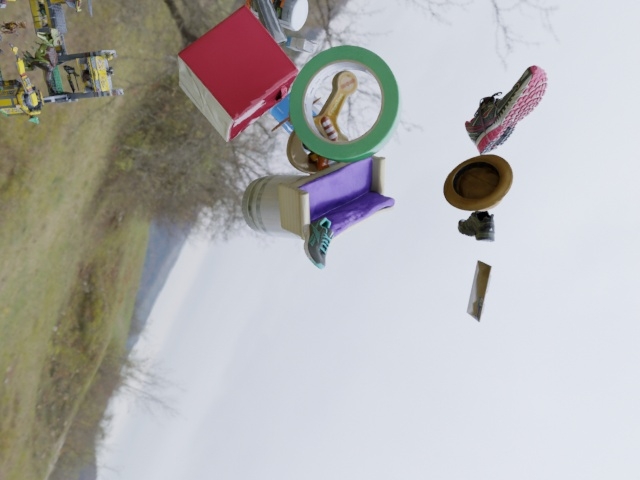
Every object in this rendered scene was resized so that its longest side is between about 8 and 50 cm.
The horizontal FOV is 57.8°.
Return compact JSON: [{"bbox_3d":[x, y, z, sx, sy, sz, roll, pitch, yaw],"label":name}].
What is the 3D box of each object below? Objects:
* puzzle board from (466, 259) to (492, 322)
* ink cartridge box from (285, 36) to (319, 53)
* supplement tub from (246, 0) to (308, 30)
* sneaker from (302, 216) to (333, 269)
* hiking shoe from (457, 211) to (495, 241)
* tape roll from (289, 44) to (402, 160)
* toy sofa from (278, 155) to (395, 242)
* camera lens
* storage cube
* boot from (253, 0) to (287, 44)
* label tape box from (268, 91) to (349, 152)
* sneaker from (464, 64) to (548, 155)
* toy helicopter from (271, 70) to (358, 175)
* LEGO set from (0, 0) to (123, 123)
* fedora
[{"bbox_3d":[0.361,0.113,1.310,0.096,0.011,0.128,-110,-151,-83],"label":"puzzle board"},{"bbox_3d":[-0.050,-0.548,1.627,0.048,0.083,0.028,0,107,-55],"label":"ink cartridge box"},{"bbox_3d":[-0.148,-0.791,1.960,0.117,0.190,0.117,-56,159,-33],"label":"supplement tub"},{"bbox_3d":[0.000,0.000,1.463,0.076,0.065,0.167,-33,-140,20],"label":"sneaker"},{"bbox_3d":[0.564,-0.065,2.063,0.227,0.086,0.114,-139,-123,-72],"label":"hiking shoe"},{"bbox_3d":[0.071,-0.387,1.658,0.322,0.321,0.077,-61,166,7],"label":"tape roll"},{"bbox_3d":[0.061,-0.134,1.711,0.362,0.177,0.150,-28,129,-38],"label":"toy sofa"},{"bbox_3d":[-0.108,-0.116,1.995,0.274,0.219,0.220,6,-116,39],"label":"camera lens"},{"bbox_3d":[-0.196,-0.376,1.329,0.193,0.215,0.183,-42,-175,-14],"label":"storage cube"},{"bbox_3d":[-0.157,-0.709,1.784,0.076,0.209,0.190,-23,-162,29],"label":"boot"},{"bbox_3d":[-0.041,-0.472,2.286,0.106,0.241,0.333,-45,175,21],"label":"label tape box"},{"bbox_3d":[0.474,-0.348,1.523,0.120,0.112,0.299,-23,162,-29],"label":"sneaker"},{"bbox_3d":[0.002,-0.383,1.819,0.355,0.234,0.140,-63,-159,-6],"label":"toy helicopter"},{"bbox_3d":[-0.540,-0.410,1.193,0.255,0.191,0.332,-30,118,-71],"label":"LEGO set"},{"bbox_3d":[0.417,-0.136,1.508,0.194,0.079,0.195,-21,-135,23],"label":"fedora"}]
